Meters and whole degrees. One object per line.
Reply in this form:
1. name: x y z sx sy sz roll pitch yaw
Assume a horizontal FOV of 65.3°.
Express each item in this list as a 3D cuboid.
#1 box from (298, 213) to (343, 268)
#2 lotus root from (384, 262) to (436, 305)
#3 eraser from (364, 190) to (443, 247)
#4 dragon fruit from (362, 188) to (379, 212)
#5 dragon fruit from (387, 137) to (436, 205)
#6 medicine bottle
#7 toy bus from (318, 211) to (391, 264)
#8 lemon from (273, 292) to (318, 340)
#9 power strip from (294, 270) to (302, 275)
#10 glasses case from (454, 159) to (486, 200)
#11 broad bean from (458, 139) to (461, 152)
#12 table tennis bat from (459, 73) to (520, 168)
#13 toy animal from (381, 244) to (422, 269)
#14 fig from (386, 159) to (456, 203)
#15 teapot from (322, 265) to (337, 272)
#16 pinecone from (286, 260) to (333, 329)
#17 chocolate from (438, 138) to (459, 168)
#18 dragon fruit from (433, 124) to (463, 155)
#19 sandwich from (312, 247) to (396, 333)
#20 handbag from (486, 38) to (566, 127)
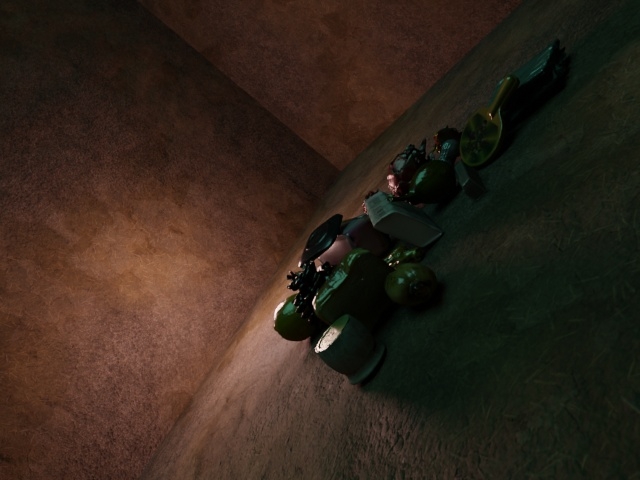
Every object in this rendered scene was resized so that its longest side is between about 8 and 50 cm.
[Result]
1. box: 0.000 0.000 1.921 0.212 0.042 0.201 -36 23 37
2. lotus root: 0.245 0.120 1.339 0.125 0.118 0.221 -52 10 -7
3. eraser: 0.274 -0.084 1.740 0.397 0.213 0.082 -92 26 -74
4. dragon fruit: 0.253 -0.171 2.358 0.130 0.121 0.142 -38 -9 30
5. dragon fruit: 0.358 -0.267 1.951 0.193 0.192 0.273 9 91 39
6. medicine bottle: 0.082 0.296 1.361 0.147 0.143 0.147 -46 7 7
7. toy bus: 0.100 0.005 2.009 0.162 0.171 0.386 -27 6 -26
8. lemon: -0.081 0.300 1.982 0.248 0.184 0.184 -39 13 17
9. power strip: -0.020 0.198 2.076 0.272 0.052 0.078 23 94 48
10. glasses case: 0.472 -0.193 1.594 0.047 0.071 0.205 -51 10 25
11. broad bean: 0.563 -0.378 1.810 0.165 0.084 0.114 -54 -9 18
12. table tennis bat: 0.558 -0.389 1.646 0.198 0.050 0.320 -113 37 -49
13. toy animal: 0.268 0.056 1.655 0.136 0.073 0.181 -41 -1 10
14. fig: 0.350 -0.167 1.711 0.259 0.151 0.151 -37 4 -23
15. teapot: 0.036 0.177 2.151 0.245 0.116 0.159 -59 22 -11
16. pinecone: 0.005 0.185 1.817 0.243 0.257 0.243 -37 1 1
17. chocolate: 0.475 -0.301 1.879 0.072 0.072 0.166 -159 87 -79
18. dragon fruit: 0.519 -0.387 2.003 0.142 0.138 0.175 -28 -10 3
19. sandwich: 0.120 0.160 1.472 0.251 0.226 0.087 -54 24 0
20. handbag: 0.701 -0.520 1.694 0.274 0.100 0.268 -39 12 47
